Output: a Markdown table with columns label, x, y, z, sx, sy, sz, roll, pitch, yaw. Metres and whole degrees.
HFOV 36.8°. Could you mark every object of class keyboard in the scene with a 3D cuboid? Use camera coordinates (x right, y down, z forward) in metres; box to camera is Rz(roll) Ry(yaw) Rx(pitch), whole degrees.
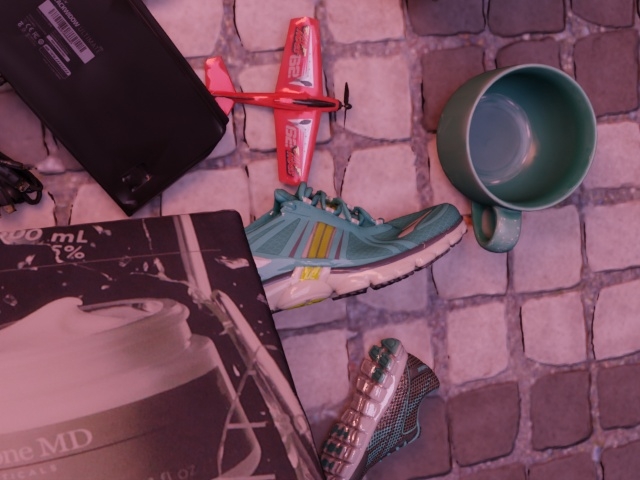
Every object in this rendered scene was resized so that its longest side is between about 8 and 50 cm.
| label | x | y | z | sx | sy | sz | roll | pitch | yaw |
| --- | --- | --- | --- | --- | --- | --- | --- | --- | --- |
| keyboard | -0.232 | -0.143 | 0.757 | 0.201 | 0.033 | 0.317 | -38 | 120 | -2 |

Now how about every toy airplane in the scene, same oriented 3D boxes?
| label | x | y | z | sx | sy | sz | roll | pitch | yaw |
| --- | --- | --- | --- | --- | --- | --- | --- | --- | --- |
| toy airplane | -0.045 | -0.123 | 0.856 | 0.151 | 0.028 | 0.151 | -3 | 100 | -15 |

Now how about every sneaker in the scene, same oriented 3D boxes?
| label | x | y | z | sx | sy | sz | roll | pitch | yaw |
| --- | --- | --- | --- | --- | --- | --- | --- | --- | --- |
| sneaker | 0.000 | 0.000 | 0.845 | 0.275 | 0.107 | 0.110 | -12 | 88 | -15 |
| sneaker | 0.057 | 0.178 | 0.895 | 0.076 | 0.065 | 0.166 | 29 | 88 | -20 |

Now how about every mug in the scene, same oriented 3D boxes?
| label | x | y | z | sx | sy | sz | roll | pitch | yaw |
| --- | --- | --- | --- | --- | --- | --- | --- | --- | --- |
| mug | 0.163 | -0.084 | 0.883 | 0.129 | 0.097 | 0.158 | 45 | 83 | -15 |

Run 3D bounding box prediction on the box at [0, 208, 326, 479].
| label | x | y | z | sx | sy | sz | roll | pitch | yaw |
| --- | --- | --- | --- | --- | --- | --- | --- | --- | --- |
| box | -0.234 | 0.254 | 0.571 | 0.480 | 0.471 | 0.297 | -6 | 132 | -16 |
